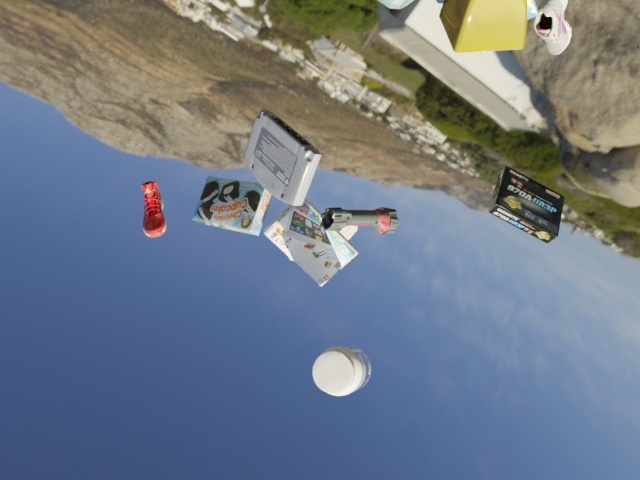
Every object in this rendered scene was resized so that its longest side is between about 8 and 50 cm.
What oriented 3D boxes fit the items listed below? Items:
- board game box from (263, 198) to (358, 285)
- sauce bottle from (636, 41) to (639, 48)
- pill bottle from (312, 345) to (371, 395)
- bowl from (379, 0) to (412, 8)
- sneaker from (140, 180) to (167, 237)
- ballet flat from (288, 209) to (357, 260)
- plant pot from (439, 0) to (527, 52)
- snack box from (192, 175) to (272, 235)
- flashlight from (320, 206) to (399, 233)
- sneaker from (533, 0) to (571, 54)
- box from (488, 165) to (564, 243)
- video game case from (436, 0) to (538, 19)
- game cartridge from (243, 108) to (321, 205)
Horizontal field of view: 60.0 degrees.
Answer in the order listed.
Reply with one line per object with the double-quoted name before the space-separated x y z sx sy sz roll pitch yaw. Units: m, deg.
"board game box" -0.033 0.004 2.034 0.305 0.193 0.053 45 -170 -20
"sauce bottle" 0.785 -0.413 1.283 0.128 0.042 0.042 51 -158 0
"pill bottle" 0.067 0.410 1.754 0.153 0.153 0.265 45 -178 18
"bowl" 0.308 -0.972 2.030 0.163 0.311 0.311 53 -159 -5
"sneaker" -0.577 -0.118 1.870 0.087 0.128 0.221 -16 -136 -10
"ballet flat" 0.000 0.000 2.478 0.147 0.409 0.147 25 -128 -37
"plant pot" 0.486 -0.694 1.616 0.212 0.187 0.212 -4 -129 -3
"snack box" -0.334 -0.135 2.104 0.322 0.187 0.060 11 168 36
"flashlight" 0.140 -0.071 1.990 0.304 0.103 0.103 -3 -165 -33
"sneaker" 0.795 -0.742 1.932 0.103 0.111 0.252 31 165 42
"box" 0.649 -0.113 1.742 0.220 0.051 0.175 28 -122 -3
"video game case" 0.523 -0.775 1.769 0.244 0.270 0.061 50 -144 -35
"game cartridge" -0.120 -0.238 1.640 0.060 0.196 0.294 0 -145 -44
